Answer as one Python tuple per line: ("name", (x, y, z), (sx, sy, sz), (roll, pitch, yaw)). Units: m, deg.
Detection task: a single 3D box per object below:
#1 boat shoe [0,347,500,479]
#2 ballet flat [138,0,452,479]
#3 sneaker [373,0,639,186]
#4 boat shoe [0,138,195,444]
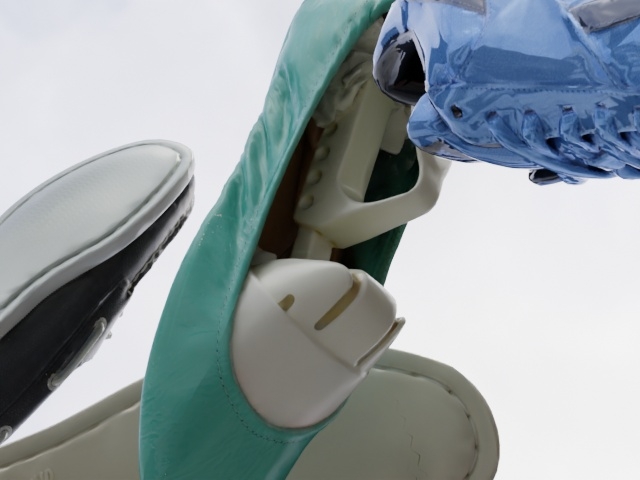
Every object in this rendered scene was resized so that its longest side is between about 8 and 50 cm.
("boat shoe", (-0.076, 0.132, 0.846), (0.097, 0.324, 0.117), (64, -172, -66))
("ballet flat", (0.000, 0.000, 0.730), (0.083, 0.087, 0.247), (33, -115, -34))
("sneaker", (0.075, -0.035, 0.461), (0.069, 0.209, 0.082), (40, -90, -29))
("boat shoe", (-0.189, 0.047, 1.248), (0.302, 0.114, 0.091), (-40, -52, -24))
